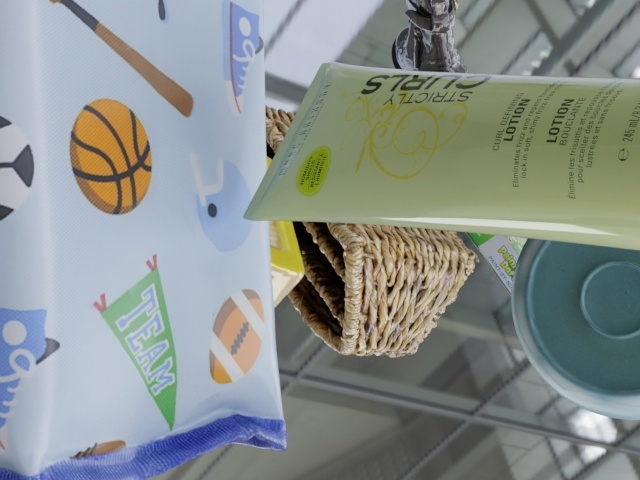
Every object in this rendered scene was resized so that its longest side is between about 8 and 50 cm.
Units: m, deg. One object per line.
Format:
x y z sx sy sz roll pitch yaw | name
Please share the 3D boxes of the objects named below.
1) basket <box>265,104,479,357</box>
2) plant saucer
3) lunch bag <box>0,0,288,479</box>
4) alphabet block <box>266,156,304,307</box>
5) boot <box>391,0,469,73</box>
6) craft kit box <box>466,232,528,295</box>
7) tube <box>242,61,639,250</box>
0.000 0.000 1.355 0.213 0.223 0.299 -56 -130 26 | basket
0.394 0.077 1.429 0.318 0.044 0.317 -2 -94 31 | plant saucer
-0.221 -0.031 0.619 0.385 0.239 0.327 -7 -97 32 | lunch bag
-0.161 0.006 1.180 0.197 0.193 0.192 -47 -139 30 | alphabet block
0.141 -0.304 1.445 0.263 0.091 0.229 -114 -174 -55 | boot
0.338 0.023 1.700 0.061 0.250 0.246 -33 -89 31 | craft kit box
0.057 -0.036 0.455 0.240 0.070 0.062 11 -62 50 | tube
